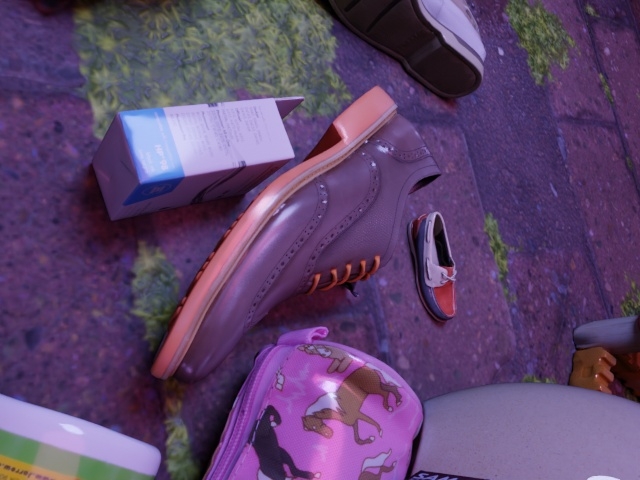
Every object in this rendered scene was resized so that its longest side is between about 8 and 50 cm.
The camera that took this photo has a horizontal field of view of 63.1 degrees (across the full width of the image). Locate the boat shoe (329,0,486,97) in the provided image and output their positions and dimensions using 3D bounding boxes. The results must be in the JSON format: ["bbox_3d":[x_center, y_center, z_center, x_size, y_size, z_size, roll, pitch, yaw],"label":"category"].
[{"bbox_3d":[0.112,-0.319,0.698,0.302,0.113,0.103,34,58,-34],"label":"boat shoe"}]

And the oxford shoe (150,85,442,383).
[{"bbox_3d":[0.000,0.000,0.482,0.132,0.130,0.364,42,63,-3],"label":"oxford shoe"}]

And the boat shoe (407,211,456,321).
[{"bbox_3d":[0.146,0.033,0.648,0.049,0.043,0.137,-7,81,-38],"label":"boat shoe"}]

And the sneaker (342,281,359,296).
[{"bbox_3d":[0.039,0.028,0.582,0.098,0.038,0.069,-9,82,-26],"label":"sneaker"}]

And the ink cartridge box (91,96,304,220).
[{"bbox_3d":[-0.099,-0.076,0.474,0.180,0.104,0.060,-17,85,-36],"label":"ink cartridge box"}]

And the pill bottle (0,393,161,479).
[{"bbox_3d":[-0.201,0.223,0.293,0.136,0.136,0.246,30,61,-24],"label":"pill bottle"}]

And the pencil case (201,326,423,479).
[{"bbox_3d":[-0.048,0.260,0.379,0.160,0.167,0.386,17,58,16],"label":"pencil case"}]

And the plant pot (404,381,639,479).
[{"bbox_3d":[0.160,0.248,0.478,0.190,0.284,0.284,22,60,5],"label":"plant pot"}]

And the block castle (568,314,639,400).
[{"bbox_3d":[0.472,0.337,0.673,0.303,0.212,0.453,41,57,-18],"label":"block castle"}]

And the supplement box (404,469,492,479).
[{"bbox_3d":[0.019,0.243,0.288,0.239,0.073,0.130,-11,84,-37],"label":"supplement box"}]
